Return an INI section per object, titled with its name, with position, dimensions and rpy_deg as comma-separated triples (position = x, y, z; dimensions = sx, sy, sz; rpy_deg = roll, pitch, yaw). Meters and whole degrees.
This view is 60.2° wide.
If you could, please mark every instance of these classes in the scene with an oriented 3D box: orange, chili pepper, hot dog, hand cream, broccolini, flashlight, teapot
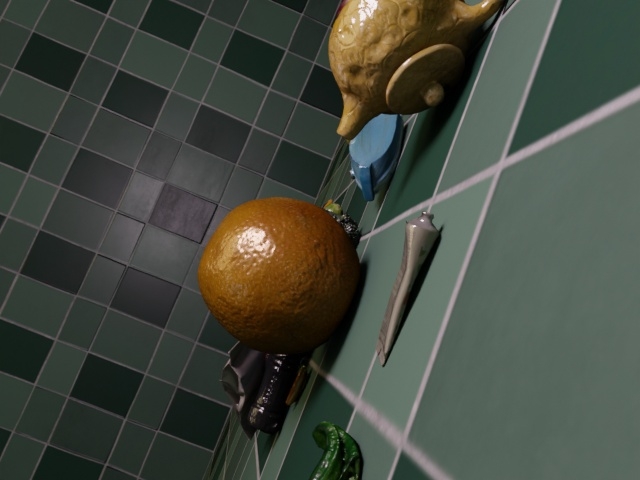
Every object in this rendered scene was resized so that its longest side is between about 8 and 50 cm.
[orange]
position = -0.069, 0.054, 0.890
dimensions = 0.264, 0.264, 0.264
rpy_deg = -157, 90, -85
[chili pepper]
position = 0.001, 0.237, 0.502
dimensions = 0.182, 0.050, 0.073
rpy_deg = -70, -2, -49
[hot dog]
position = -0.040, 0.264, 1.003
dimensions = 0.083, 0.021, 0.037
rpy_deg = -67, -6, 21
[hand cream]
position = 0.087, 0.049, 0.581
dimensions = 0.057, 0.037, 0.165
rpy_deg = -93, 19, -78
[broccolini]
position = -0.015, -0.001, 1.104
dimensions = 0.068, 0.202, 0.091
rpy_deg = 12, -110, -56
[flashlight]
position = -0.080, 0.257, 1.080
dimensions = 0.093, 0.092, 0.232
rpy_deg = 149, 143, -82
[teapot]
position = 0.132, -0.257, 0.757
dimensions = 0.311, 0.167, 0.203
rpy_deg = -39, -27, 25

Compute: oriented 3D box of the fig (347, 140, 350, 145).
[fig]
position = 0.131, -0.268, 1.261
dimensions = 0.166, 0.093, 0.093
rpy_deg = -48, 5, 0

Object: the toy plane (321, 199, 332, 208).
[toy plane]
position = -0.050, 0.002, 1.640
dimensions = 0.102, 0.204, 0.316
rpy_deg = 0, 55, 36

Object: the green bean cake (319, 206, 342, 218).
[green bean cake]
position = -0.004, 0.027, 1.247
dimensions = 0.173, 0.094, 0.182
rpy_deg = 145, 147, -80

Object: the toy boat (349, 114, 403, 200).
[toy boat]
position = 0.109, -0.155, 1.032
dimensions = 0.102, 0.088, 0.215
rpy_deg = 69, -151, -43

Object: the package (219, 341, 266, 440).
[package]
position = -0.128, 0.257, 1.150
dimensions = 0.204, 0.062, 0.251
rpy_deg = -51, -33, -49

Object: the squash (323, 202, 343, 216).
[squash]
position = 0.001, 0.002, 1.493
dimensions = 0.066, 0.066, 0.229
rpy_deg = -78, 10, -66

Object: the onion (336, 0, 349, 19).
[onion]
position = 0.157, -0.444, 1.133
dimensions = 0.252, 0.219, 0.252
rpy_deg = -23, 44, 24
